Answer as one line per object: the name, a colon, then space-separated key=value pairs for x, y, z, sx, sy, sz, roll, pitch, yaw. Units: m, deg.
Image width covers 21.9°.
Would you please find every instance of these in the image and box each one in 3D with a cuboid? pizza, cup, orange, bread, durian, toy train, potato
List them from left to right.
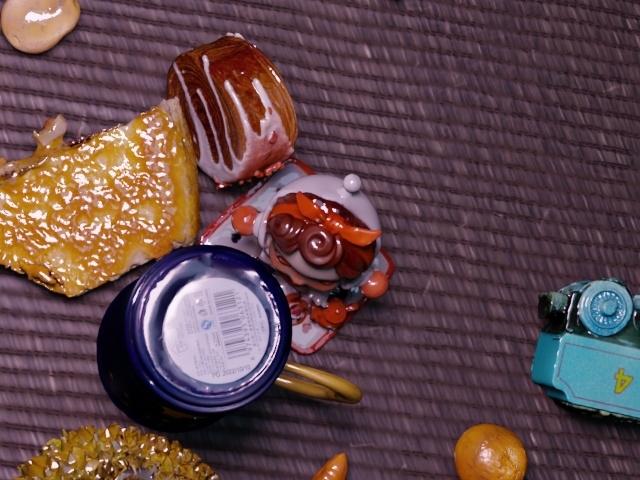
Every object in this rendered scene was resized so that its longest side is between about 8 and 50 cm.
potato: x=-0.302 y=-0.241 z=1.785 sx=0.083 sy=0.062 sz=0.068 roll=-21 pitch=116 yaw=13
pizza: x=-0.270 y=-0.038 z=1.759 sx=0.297 sy=0.071 sz=0.189 roll=-18 pitch=98 yaw=-11
durian: x=-0.197 y=0.319 z=1.645 sx=0.258 sy=0.258 sz=0.293 roll=-27 pitch=104 yaw=-15
bread: x=-0.097 y=-0.137 z=1.767 sx=0.073 sy=0.160 sz=0.160 roll=-26 pitch=88 yaw=-33
cup: x=-0.089 y=0.096 z=1.684 sx=0.255 sy=0.256 sz=0.178 roll=-8 pitch=84 yaw=-14
orange: x=0.186 y=0.242 z=1.818 sx=0.083 sy=0.070 sz=0.083 roll=4 pitch=81 yaw=-28
toy train: x=0.331 y=0.124 z=1.853 sx=0.198 sy=0.107 sz=0.154 roll=13 pitch=87 yaw=-11

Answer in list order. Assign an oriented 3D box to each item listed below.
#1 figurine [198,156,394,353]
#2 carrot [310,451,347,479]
figurine: x=0.000 y=0.000 z=1.732 sx=0.160 sy=0.226 sz=0.183 roll=-44 pitch=93 yaw=-16
carrot: x=-0.038 y=0.346 z=1.761 sx=0.062 sy=0.066 sz=0.271 roll=32 pitch=64 yaw=-35
